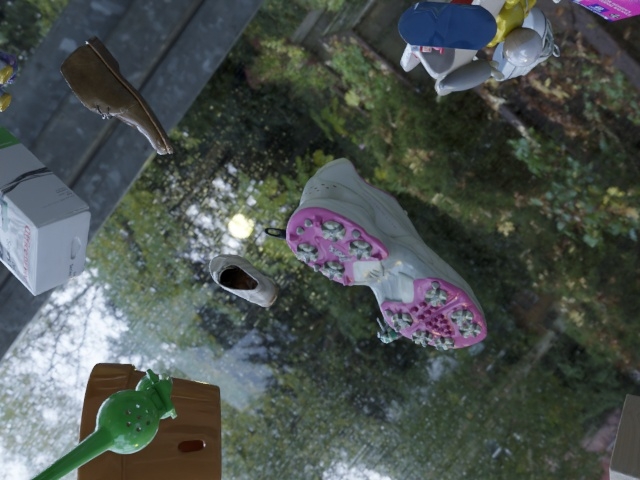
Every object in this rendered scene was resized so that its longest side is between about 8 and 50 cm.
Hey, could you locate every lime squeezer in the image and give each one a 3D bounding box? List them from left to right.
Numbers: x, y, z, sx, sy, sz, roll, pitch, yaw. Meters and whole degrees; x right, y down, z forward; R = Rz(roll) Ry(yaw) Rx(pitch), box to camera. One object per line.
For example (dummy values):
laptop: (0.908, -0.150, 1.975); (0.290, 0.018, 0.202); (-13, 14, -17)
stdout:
lime squeezer: (-0.186, 0.177, 0.636); (0.059, 0.110, 0.310); (43, -162, 3)

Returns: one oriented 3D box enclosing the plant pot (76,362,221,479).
plant pot: (-0.264, 0.343, 1.056); (0.203, 0.291, 0.291); (0, -164, -10)

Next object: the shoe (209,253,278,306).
shoe: (-0.175, 0.074, 1.375); (0.219, 0.077, 0.058); (23, 175, 43)

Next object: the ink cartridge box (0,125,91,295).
ink cartridge box: (-0.471, -0.046, 1.015); (0.219, 0.160, 0.092); (39, -137, 18)

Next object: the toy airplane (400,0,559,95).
toy airplane: (0.366, -0.476, 1.444); (0.272, 0.384, 0.386); (40, -157, 7)

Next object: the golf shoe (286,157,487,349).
golf shoe: (0.098, 0.018, 0.778); (0.306, 0.115, 0.140); (39, -139, -27)

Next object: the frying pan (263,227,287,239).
frying pan: (0.008, 0.029, 1.932); (0.053, 0.325, 0.198); (-20, -81, -78)

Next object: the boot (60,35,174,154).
boot: (-0.439, -0.291, 1.408); (0.305, 0.115, 0.112); (50, 167, 2)

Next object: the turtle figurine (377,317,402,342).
turtle figurine: (0.176, 0.132, 1.350); (0.118, 0.175, 0.234); (14, 173, 0)

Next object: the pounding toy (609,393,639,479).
pounding toy: (0.446, 0.267, 0.845); (0.100, 0.141, 0.130); (10, 146, 32)

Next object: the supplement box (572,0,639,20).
supplement box: (0.532, -0.450, 1.059); (0.111, 0.114, 0.220); (17, -179, -20)

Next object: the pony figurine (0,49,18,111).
pony figurine: (-0.848, -0.409, 1.386); (0.363, 0.351, 0.303); (32, -177, -9)

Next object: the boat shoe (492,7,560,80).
boat shoe: (0.633, -0.574, 1.916); (0.156, 0.136, 0.367); (-6, 169, -1)

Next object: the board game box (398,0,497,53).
board game box: (0.219, -0.362, 1.126); (0.168, 0.133, 0.033); (8, 143, 10)
